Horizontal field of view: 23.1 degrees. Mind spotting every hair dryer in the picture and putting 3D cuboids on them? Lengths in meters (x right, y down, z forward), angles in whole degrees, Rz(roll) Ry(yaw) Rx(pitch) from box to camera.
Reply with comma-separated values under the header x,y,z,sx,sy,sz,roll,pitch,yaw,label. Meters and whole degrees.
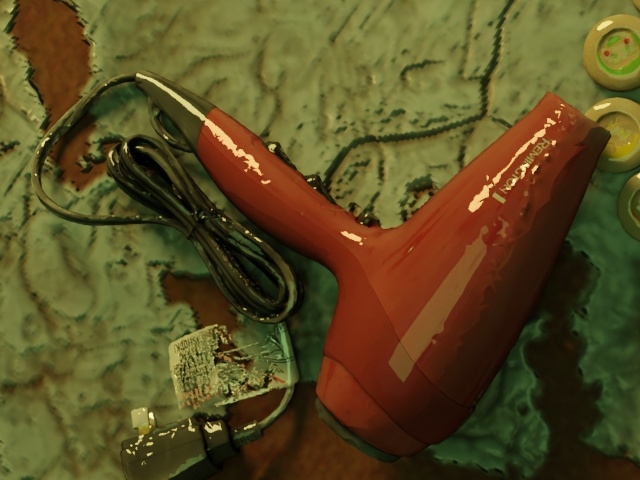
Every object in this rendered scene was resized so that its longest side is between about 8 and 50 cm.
x,y,z,sx,sy,sz,roll,pitch,yaw,label
0.000,0.000,0.757,0.294,0.080,0.223,-16,89,15,hair dryer

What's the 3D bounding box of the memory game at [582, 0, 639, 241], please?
x,y,z,sx,sy,sz,roll,pitch,yaw,label
0.212,-0.066,0.731,0.186,0.012,0.186,1,93,14,memory game
